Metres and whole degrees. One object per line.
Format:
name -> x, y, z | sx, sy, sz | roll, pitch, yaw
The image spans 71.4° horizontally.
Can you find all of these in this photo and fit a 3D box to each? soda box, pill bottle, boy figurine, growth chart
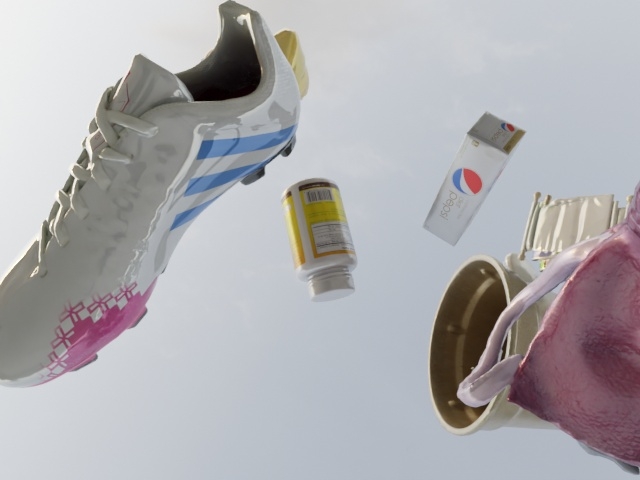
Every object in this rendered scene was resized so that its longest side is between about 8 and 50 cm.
soda box -> 0.237, -0.090, 0.711 | 0.069, 0.216, 0.074 | 34, -124, 17
pill bottle -> 0.000, 0.000, 0.828 | 0.117, 0.117, 0.215 | -14, -109, 4
boy figurine -> -0.091, -0.253, 0.693 | 0.285, 0.177, 0.092 | 19, -80, 58
growth chart -> 0.458, -0.010, 0.815 | 0.021, 0.237, 0.172 | 19, -91, -20

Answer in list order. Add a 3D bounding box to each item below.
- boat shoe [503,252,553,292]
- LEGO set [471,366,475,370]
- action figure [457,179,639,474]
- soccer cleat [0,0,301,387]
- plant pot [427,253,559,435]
boat shoe -> 0.445, 0.094, 0.976 | 0.063, 0.184, 0.066 | -21, -138, 47
LEGO set -> 0.284, 0.243, 0.747 | 0.083, 0.023, 0.054 | 25, -71, -13
action figure -> 0.248, -0.029, 0.283 | 0.275, 0.371, 0.248 | 12, -137, 34
soccer cleat -> -0.144, -0.049, 0.336 | 0.115, 0.143, 0.331 | 30, -111, 24
plant pot -> 0.413, 0.222, 0.852 | 0.304, 0.334, 0.334 | 13, -113, -5
